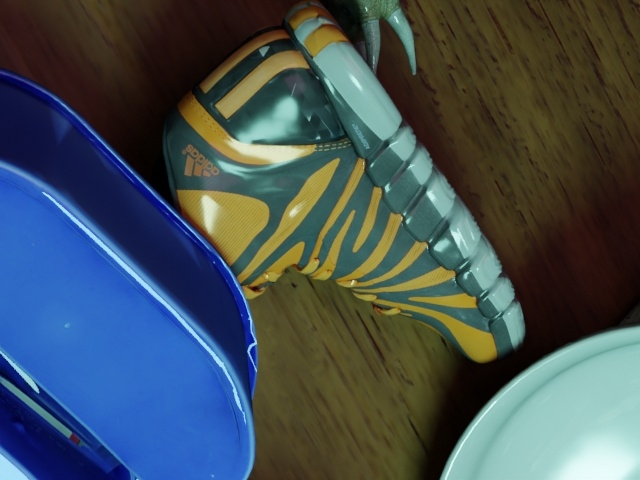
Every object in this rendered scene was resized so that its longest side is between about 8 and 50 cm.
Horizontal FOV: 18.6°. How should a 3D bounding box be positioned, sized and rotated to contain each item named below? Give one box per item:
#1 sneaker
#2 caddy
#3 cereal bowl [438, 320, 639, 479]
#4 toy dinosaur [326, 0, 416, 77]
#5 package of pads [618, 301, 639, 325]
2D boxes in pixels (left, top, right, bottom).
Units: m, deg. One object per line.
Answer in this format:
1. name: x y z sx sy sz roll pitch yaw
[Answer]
1. sneaker: 0.000 0.000 1.271 0.180 0.124 0.321 -36 126 3
2. caddy: -0.186 0.055 1.122 0.241 0.179 0.341 -41 111 8
3. cereal bowl: 0.249 0.214 1.319 0.339 0.141 0.339 1 93 17
4. toy dinosaur: -0.004 -0.234 1.201 0.121 0.313 0.160 -44 65 -3
5. package of pads: 0.379 0.068 1.468 0.296 0.101 0.229 -42 108 -22
